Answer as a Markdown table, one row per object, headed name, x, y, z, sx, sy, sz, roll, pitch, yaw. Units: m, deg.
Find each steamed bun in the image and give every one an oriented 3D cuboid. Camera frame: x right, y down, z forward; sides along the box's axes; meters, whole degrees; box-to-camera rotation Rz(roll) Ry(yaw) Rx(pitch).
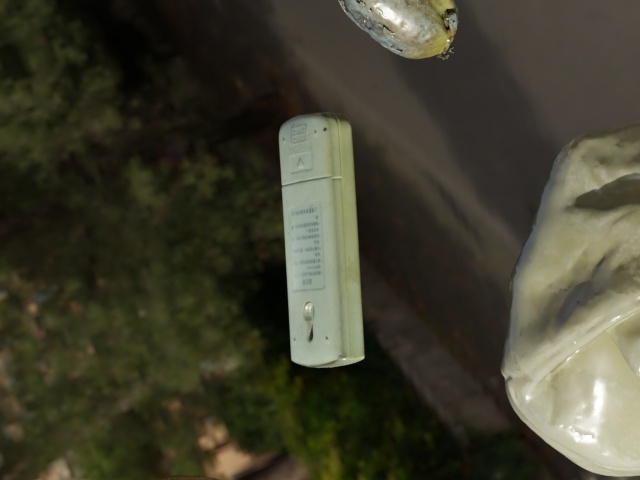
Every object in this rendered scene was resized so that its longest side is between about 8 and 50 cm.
| name | x | y | z | sx | sy | sz | roll | pitch | yaw |
| --- | --- | --- | --- | --- | --- | --- | --- | --- | --- |
| steamed bun | 0.367 | 0.068 | 1.790 | 0.255 | 0.342 | 0.367 | 32 | 124 | 47 |

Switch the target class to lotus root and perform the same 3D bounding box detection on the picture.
| name | x | y | z | sx | sy | sz | roll | pitch | yaw |
| --- | --- | --- | --- | --- | --- | --- | --- | --- | --- |
| lotus root | 0.065 | -0.229 | 1.665 | 0.165 | 0.088 | 0.088 | 40 | 177 | -24 |

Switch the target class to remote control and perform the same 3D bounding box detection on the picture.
| name | x | y | z | sx | sy | sz | roll | pitch | yaw |
| --- | --- | --- | --- | --- | --- | --- | --- | --- | --- |
| remote control | 0.000 | 0.000 | 1.639 | 0.098 | 0.038 | 0.233 | -9 | 83 | 60 |

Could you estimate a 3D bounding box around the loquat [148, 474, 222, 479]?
| name | x | y | z | sx | sy | sz | roll | pitch | yaw |
| --- | --- | --- | --- | --- | --- | --- | --- | --- | --- |
| loquat | -0.125 | 0.374 | 1.734 | 0.275 | 0.275 | 0.275 | 159 | 90 | -74 |
